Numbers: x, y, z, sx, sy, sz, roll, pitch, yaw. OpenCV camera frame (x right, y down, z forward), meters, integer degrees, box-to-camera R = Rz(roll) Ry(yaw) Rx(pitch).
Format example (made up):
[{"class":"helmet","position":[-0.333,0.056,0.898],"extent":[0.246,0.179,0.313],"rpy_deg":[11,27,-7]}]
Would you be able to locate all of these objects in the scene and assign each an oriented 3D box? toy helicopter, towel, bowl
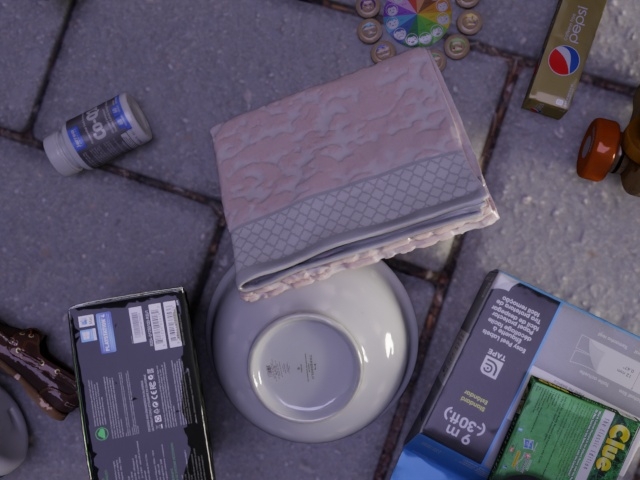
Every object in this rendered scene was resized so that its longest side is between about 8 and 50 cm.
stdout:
[{"class":"toy helicopter","position":[0.448,-0.225,0.870],"extent":[0.140,0.235,0.355],"rpy_deg":[16,89,6]},{"class":"towel","position":[0.024,-0.099,0.914],"extent":[0.331,0.053,0.317],"rpy_deg":[-19,50,6]},{"class":"bowl","position":[-0.015,0.145,0.919],"extent":[0.297,0.134,0.298],"rpy_deg":[0,99,2]}]

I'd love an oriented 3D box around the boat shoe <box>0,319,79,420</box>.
[{"class":"boat shoe","position":[-0.419,0.164,1.020],"extent":[0.207,0.073,0.073],"rpy_deg":[42,90,-1]}]

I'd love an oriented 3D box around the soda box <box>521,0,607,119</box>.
[{"class":"soda box","position":[0.336,-0.264,0.969],"extent":[0.058,0.061,0.182],"rpy_deg":[19,89,7]}]

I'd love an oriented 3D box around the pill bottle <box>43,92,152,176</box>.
[{"class":"pill bottle","position":[-0.322,-0.150,1.020],"extent":[0.137,0.078,0.078],"rpy_deg":[-26,85,4]}]

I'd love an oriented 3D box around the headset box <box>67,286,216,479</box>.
[{"class":"headset box","position":[-0.216,0.191,0.899],"extent":[0.131,0.283,0.247],"rpy_deg":[-9,87,-10]}]

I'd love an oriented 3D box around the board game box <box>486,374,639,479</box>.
[{"class":"board game box","position":[0.271,0.309,0.858],"extent":[0.136,0.030,0.260],"rpy_deg":[23,96,9]}]

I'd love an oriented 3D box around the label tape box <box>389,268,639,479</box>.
[{"class":"label tape box","position":[0.266,0.246,0.927],"extent":[0.249,0.115,0.348],"rpy_deg":[26,88,6]}]

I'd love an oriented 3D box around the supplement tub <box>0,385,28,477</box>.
[{"class":"supplement tub","position":[-0.532,0.297,0.985],"extent":[0.199,0.144,0.144],"rpy_deg":[-29,85,4]}]

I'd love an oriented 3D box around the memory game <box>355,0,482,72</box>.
[{"class":"memory game","position":[0.141,-0.327,1.016],"extent":[0.186,0.012,0.186],"rpy_deg":[0,87,6]}]
